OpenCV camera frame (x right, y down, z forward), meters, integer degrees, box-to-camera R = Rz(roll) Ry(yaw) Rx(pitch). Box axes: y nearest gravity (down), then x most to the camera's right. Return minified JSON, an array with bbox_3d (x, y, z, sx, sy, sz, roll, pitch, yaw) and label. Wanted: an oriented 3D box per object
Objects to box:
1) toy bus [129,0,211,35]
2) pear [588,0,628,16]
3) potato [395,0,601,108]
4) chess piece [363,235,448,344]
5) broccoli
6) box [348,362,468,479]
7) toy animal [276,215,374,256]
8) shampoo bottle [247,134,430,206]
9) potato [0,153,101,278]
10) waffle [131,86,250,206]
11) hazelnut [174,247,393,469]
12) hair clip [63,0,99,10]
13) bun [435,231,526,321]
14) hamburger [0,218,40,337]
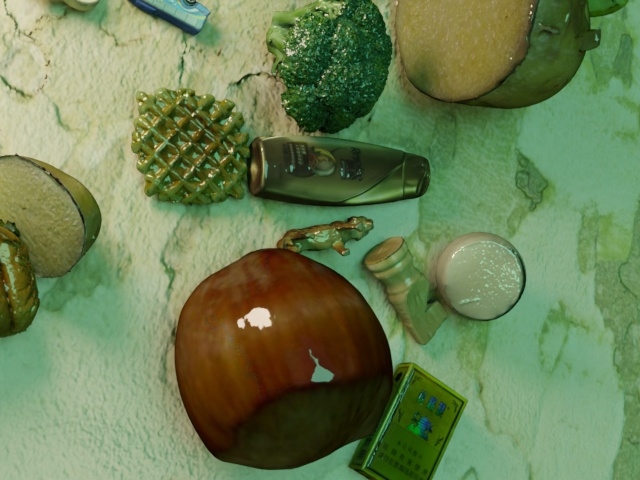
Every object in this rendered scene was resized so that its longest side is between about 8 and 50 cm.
[{"bbox_3d":[-0.272,-0.421,1.719,0.153,0.051,0.061,25,78,-19],"label":"toy bus"},{"bbox_3d":[0.541,-0.612,2.088,0.288,0.139,0.239,46,51,-7],"label":"pear"},{"bbox_3d":[0.374,-0.470,1.849,0.319,0.385,0.442,-3,93,-37],"label":"potato"},{"bbox_3d":[0.166,0.097,1.824,0.090,0.090,0.200,-40,110,-25],"label":"chess piece"},{"bbox_3d":[0.009,-0.323,1.746,0.241,0.269,0.262,28,91,18],"label":"broccoli"},{"bbox_3d":[0.163,0.352,1.779,0.141,0.064,0.220,34,71,-16],"label":"box"},{"bbox_3d":[0.000,0.000,1.751,0.241,0.099,0.057,-13,101,-21],"label":"toy animal"},{"bbox_3d":[0.040,-0.125,1.794,0.350,0.084,0.126,3,78,-25],"label":"shampoo bottle"},{"bbox_3d":[-0.427,-0.052,1.544,0.202,0.182,0.117,38,31,8],"label":"potato"},{"bbox_3d":[-0.225,-0.163,1.692,0.214,0.054,0.208,-2,82,-25],"label":"waffle"},{"bbox_3d":[-0.053,0.191,1.579,0.365,0.366,0.366,4,79,-24],"label":"hazelnut"},{"bbox_3d":[-0.404,-0.481,1.657,0.218,0.071,0.159,-34,90,-30],"label":"hair clip"},{"bbox_3d":[0.304,0.066,1.862,0.172,0.120,0.173,0,97,-3],"label":"bun"},{"bbox_3d":[-0.535,0.068,1.464,0.206,0.130,0.183,-12,94,-19],"label":"hamburger"}]
